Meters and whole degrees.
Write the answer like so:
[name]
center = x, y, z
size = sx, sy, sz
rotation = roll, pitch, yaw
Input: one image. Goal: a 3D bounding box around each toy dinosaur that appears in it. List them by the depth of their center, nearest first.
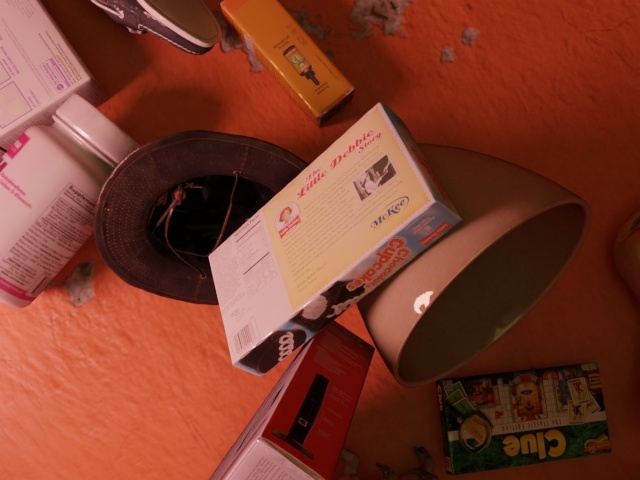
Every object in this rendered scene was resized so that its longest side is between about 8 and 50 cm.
[toy dinosaur]
center = 0.074, 0.397, 0.947
size = 0.295, 0.127, 0.200
rotation = 14, 93, -17

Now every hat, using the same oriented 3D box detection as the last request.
[hat]
center = -0.149, -0.049, 0.966
size = 0.331, 0.331, 0.134
rotation = -6, 39, -7

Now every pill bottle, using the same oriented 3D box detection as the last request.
[pill bottle]
center = -0.390, -0.060, 0.952
size = 0.160, 0.160, 0.283
rotation = 39, 82, 2

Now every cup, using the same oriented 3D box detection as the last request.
[cup]
center = 0.159, 0.002, 0.920
size = 0.331, 0.331, 0.237
rotation = -38, 60, -6

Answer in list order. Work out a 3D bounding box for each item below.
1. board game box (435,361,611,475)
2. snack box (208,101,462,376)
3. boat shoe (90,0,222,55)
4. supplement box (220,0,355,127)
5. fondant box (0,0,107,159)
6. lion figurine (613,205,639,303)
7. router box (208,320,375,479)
[board game box]
center = 0.302, 0.260, 0.989
size = 0.259, 0.030, 0.136
rotation = -4, 83, -14
[snack box]
center = 0.000, 0.000, 0.825
size = 0.322, 0.060, 0.187
rotation = -40, 45, 21
[boat shoe]
center = -0.287, -0.376, 1.032
size = 0.302, 0.091, 0.114
rotation = 41, 39, 4
[supplement box]
center = -0.050, -0.289, 1.038
size = 0.078, 0.080, 0.233
rotation = -40, 85, -6
[fondant box]
center = -0.531, -0.233, 0.999
size = 0.330, 0.096, 0.238
rotation = -34, 86, -7
[lion figurine]
center = 0.539, 0.088, 1.008
size = 0.240, 0.142, 0.392
rotation = -24, 71, 2
[router box]
center = -0.078, 0.285, 0.798
size = 0.082, 0.301, 0.335
rotation = 35, 111, 2
